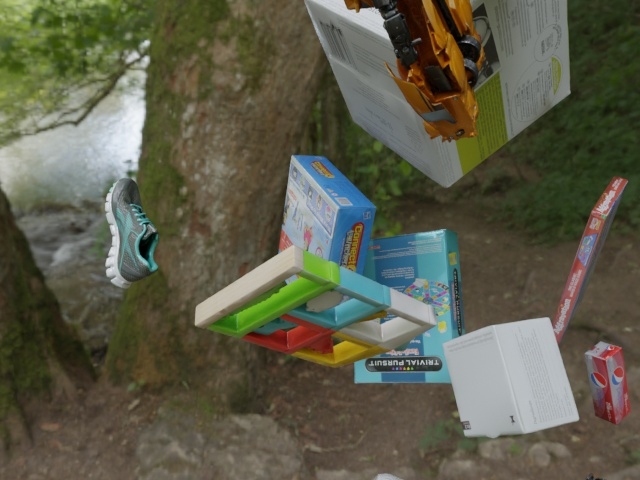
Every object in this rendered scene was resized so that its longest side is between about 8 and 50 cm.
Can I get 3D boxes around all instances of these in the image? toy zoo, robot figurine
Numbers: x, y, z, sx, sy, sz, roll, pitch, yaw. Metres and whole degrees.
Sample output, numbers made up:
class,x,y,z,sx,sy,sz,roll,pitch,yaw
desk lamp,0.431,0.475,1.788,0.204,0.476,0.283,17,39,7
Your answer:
class,x,y,z,sx,sy,sz,roll,pitch,yaw
toy zoo,0.013,0.104,0.813,0.293,0.192,0.030,26,48,-37
robot figurine,0.109,-0.254,0.707,0.085,0.291,0.211,-9,53,33

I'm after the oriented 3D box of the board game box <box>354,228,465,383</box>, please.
class,x,y,z,sx,sy,sz,roll,pitch,yaw
board game box,0.197,0.158,1.444,0.254,0.336,0.079,-8,-9,32

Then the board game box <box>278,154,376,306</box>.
class,x,y,z,sx,sy,sz,roll,pitch,yaw
board game box,0.000,0.000,1.412,0.086,0.301,0.308,-2,28,-22

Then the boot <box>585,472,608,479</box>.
class,x,y,z,sx,sy,sz,roll,pitch,yaw
boot,0.550,0.551,1.056,0.263,0.229,0.091,25,24,39

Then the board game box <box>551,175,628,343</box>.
class,x,y,z,sx,sy,sz,roll,pitch,yaw
board game box,0.470,0.039,1.104,0.027,0.281,0.145,23,40,25

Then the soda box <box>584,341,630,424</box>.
class,x,y,z,sx,sy,sz,roll,pitch,yaw
soda box,0.968,0.480,2.097,0.092,0.263,0.083,-27,21,-26

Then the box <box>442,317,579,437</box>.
class,x,y,z,sx,sy,sz,roll,pitch,yaw
box,0.328,0.245,1.103,0.119,0.181,0.181,-5,74,-22

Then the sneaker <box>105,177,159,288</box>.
class,x,y,z,sx,sy,sz,roll,pitch,yaw
sneaker,-0.268,-0.015,0.915,0.076,0.166,0.065,-12,-14,24

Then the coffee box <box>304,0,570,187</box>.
class,x,y,z,sx,sy,sz,roll,pitch,yaw
coffee box,0.229,-0.378,1.191,0.334,0.338,0.337,-38,48,-7

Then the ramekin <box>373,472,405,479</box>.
class,x,y,z,sx,sy,sz,roll,pitch,yaw
ramekin,0.119,0.599,1.256,0.127,0.272,0.273,30,31,11
